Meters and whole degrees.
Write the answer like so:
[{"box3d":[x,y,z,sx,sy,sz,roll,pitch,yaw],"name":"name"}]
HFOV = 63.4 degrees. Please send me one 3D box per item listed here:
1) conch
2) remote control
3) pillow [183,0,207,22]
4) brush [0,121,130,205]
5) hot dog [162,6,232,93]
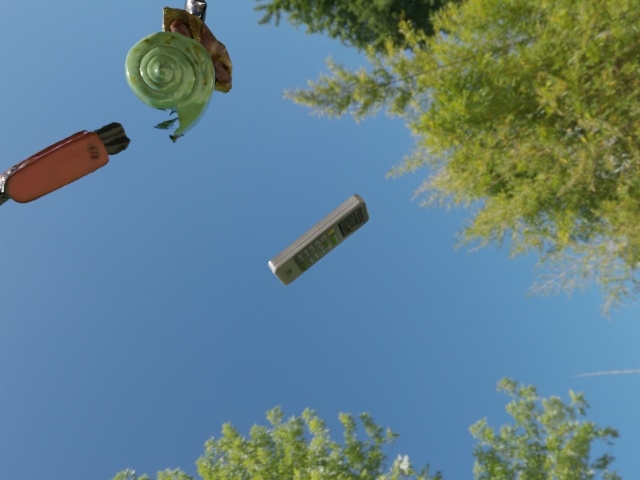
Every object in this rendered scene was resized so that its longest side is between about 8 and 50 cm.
[{"box3d":[-0.248,-0.251,0.894,0.137,0.250,0.143,-34,-95,-14],"name":"conch"},{"box3d":[0.000,0.000,1.139,0.250,0.103,0.034,-38,-117,-7],"name":"remote control"},{"box3d":[-0.349,-0.618,1.422,0.090,0.150,0.048,47,-128,10],"name":"pillow"},{"box3d":[-0.487,-0.128,0.926,0.323,0.051,0.070,-40,-53,-37],"name":"brush"},{"box3d":[-0.317,-0.499,1.361,0.261,0.123,0.093,40,-178,-31],"name":"hot dog"}]
